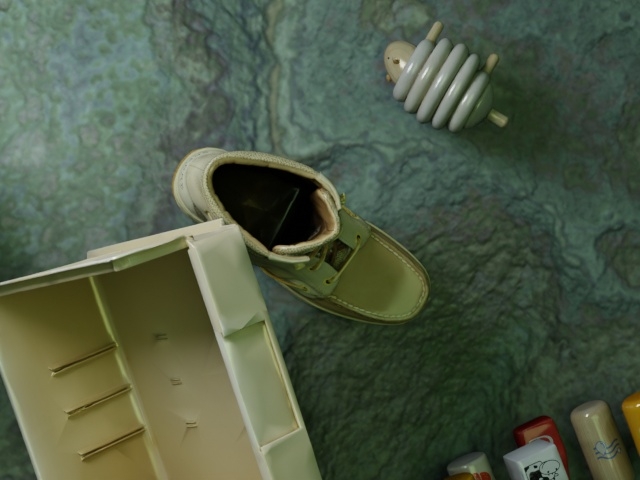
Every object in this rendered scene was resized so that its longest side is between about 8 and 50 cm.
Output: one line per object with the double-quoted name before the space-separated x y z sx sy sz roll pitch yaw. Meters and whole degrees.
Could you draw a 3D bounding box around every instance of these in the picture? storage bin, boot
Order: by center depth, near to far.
"storage bin" -0.139 0.133 1.295 0.123 0.260 0.262 -21 96 -37
"boot" 0.000 0.000 1.357 0.262 0.203 0.095 33 85 -11

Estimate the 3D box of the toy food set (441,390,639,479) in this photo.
"toy food set" 0.219 0.228 1.458 0.232 0.111 0.105 -23 96 -14

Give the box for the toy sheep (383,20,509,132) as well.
"toy sheep" 0.116 -0.143 1.442 0.132 0.091 0.091 29 85 7
